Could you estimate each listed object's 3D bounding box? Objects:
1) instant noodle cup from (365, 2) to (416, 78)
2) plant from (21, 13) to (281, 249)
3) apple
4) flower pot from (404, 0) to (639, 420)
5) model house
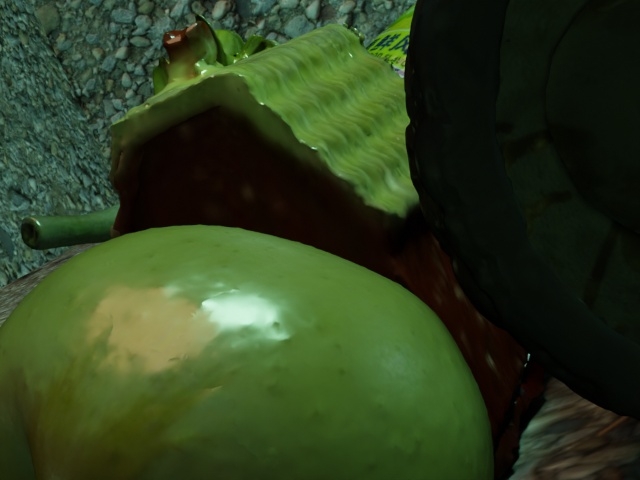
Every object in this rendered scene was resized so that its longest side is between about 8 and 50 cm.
[{"bbox_3d":[0.166,-0.121,1.065,0.312,0.284,0.284,-37,13,-25],"label":"instant noodle cup"},{"bbox_3d":[-0.087,-0.026,1.224,0.306,0.261,0.297,-58,3,37],"label":"plant"},{"bbox_3d":[-0.030,0.086,0.494,0.200,0.200,0.200,-24,8,3],"label":"apple"},{"bbox_3d":[0.169,-0.059,0.614,0.267,0.266,0.267,-23,1,4],"label":"flower pot"},{"bbox_3d":[0.000,0.000,0.717,0.160,0.254,0.196,-17,11,22],"label":"model house"}]
